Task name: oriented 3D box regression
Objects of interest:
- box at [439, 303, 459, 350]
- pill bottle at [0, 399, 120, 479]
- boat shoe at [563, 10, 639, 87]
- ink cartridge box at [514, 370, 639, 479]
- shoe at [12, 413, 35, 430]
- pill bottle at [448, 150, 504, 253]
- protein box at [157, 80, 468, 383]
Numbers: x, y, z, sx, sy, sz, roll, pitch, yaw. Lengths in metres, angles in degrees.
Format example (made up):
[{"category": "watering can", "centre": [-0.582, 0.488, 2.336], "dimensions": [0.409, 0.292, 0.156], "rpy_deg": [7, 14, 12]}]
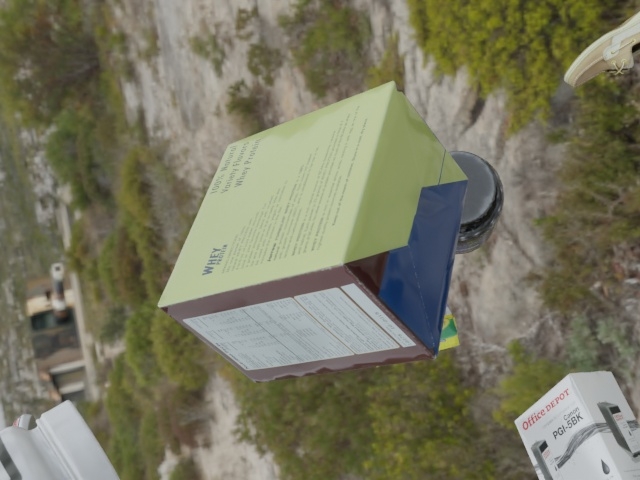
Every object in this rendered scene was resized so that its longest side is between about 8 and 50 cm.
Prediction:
[{"category": "box", "centre": [0.104, 0.093, 0.964], "dimensions": [0.179, 0.105, 0.043], "rpy_deg": [-96, -9, -70]}, {"category": "pill bottle", "centre": [-0.396, 0.330, 0.956], "dimensions": [0.161, 0.283, 0.161], "rpy_deg": [45, 154, 29]}, {"category": "boat shoe", "centre": [0.350, -0.220, 0.923], "dimensions": [0.045, 0.135, 0.050], "rpy_deg": [57, -165, 18]}, {"category": "ink cartridge box", "centre": [0.249, 0.202, 0.729], "dimensions": [0.099, 0.056, 0.135], "rpy_deg": [-60, 37, 43]}, {"category": "shoe", "centre": [-0.479, 0.347, 1.178], "dimensions": [0.063, 0.081, 0.178], "rpy_deg": [110, 165, -76]}, {"category": "pill bottle", "centre": [0.185, -0.051, 1.075], "dimensions": [0.219, 0.123, 0.123], "rpy_deg": [37, -140, -79]}, {"category": "protein box", "centre": [0.000, 0.000, 0.702], "dimensions": [0.136, 0.201, 0.200], "rpy_deg": [46, -134, -34]}]
